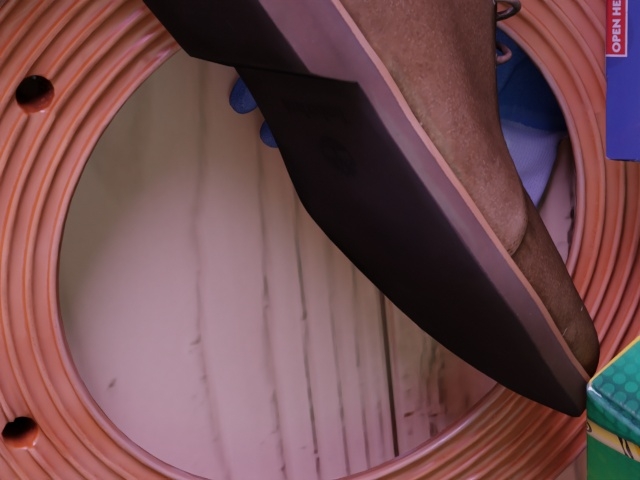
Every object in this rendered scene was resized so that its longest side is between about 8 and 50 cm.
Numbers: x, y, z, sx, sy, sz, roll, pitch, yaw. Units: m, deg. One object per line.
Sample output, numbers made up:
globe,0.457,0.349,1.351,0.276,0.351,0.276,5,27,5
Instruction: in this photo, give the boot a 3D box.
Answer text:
boot,0.042,-0.054,0.675,0.115,0.112,0.305,-50,129,-19

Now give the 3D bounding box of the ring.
ring,0.000,0.000,0.757,0.336,0.032,0.336,-9,117,-18

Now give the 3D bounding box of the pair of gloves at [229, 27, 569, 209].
pair of gloves,0.057,-0.091,0.768,0.198,0.023,0.159,20,104,-28

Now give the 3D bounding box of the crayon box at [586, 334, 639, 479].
crayon box,0.229,0.048,0.792,0.278,0.081,0.165,-38,144,-23

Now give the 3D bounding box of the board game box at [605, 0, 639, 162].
board game box,0.196,-0.132,0.762,0.194,0.060,0.194,-6,99,-44
